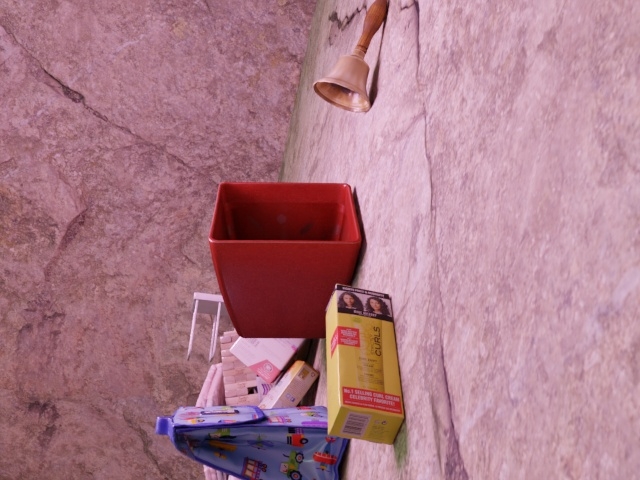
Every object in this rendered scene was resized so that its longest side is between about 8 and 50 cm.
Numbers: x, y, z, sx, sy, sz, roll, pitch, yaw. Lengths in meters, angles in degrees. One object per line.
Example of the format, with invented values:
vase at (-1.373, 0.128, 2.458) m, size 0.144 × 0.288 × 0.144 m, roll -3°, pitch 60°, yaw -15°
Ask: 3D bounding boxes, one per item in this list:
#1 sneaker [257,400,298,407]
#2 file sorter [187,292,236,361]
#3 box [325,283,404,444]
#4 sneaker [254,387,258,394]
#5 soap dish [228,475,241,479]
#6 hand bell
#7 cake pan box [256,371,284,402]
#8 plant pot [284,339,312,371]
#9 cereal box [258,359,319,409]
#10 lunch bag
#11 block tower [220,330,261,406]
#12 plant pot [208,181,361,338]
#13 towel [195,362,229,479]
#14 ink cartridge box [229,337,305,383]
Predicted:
sneaker at (-0.111, 0.404, 1.750) m, size 0.209 × 0.094 × 0.082 m, roll 111°, pitch 166°, yaw -56°
file sorter at (-0.242, 0.270, 2.209) m, size 0.193 × 0.277 × 0.173 m, roll 125°, pitch 151°, yaw -70°
box at (0.054, 0.157, 1.005) m, size 0.232 × 0.087 × 0.058 m, roll -88°, pitch 13°, yaw -54°
sneaker at (-0.137, 0.346, 2.066) m, size 0.083 × 0.084 × 0.215 m, roll -18°, pitch 65°, yaw 63°
soap dish at (-0.153, 0.634, 1.637) m, size 0.291 × 0.118 × 0.229 m, roll 179°, pitch 102°, yaw -82°
hand bell at (0.086, -0.401, 1.567) m, size 0.126 × 0.126 × 0.242 m, roll 147°, pitch 145°, yaw -78°
cake pan box at (-0.125, 0.234, 1.870) m, size 0.267 × 0.070 × 0.246 m, roll -88°, pitch -8°, yaw -76°
plant pot at (-0.045, 0.209, 1.781) m, size 0.236 × 0.032 × 0.237 m, roll -169°, pitch 90°, yaw -82°
cereal box at (-0.102, 0.356, 1.570) m, size 0.240 × 0.047 × 0.173 m, roll -52°, pitch 4°, yaw -13°
lunch bag at (-0.123, 0.329, 1.236) m, size 0.221 × 0.293 × 0.138 m, roll 158°, pitch 122°, yaw -80°
block tower at (-0.187, 0.390, 1.908) m, size 0.097 × 0.090 × 0.336 m, roll 70°, pitch -169°, yaw -78°
plant pot at (-0.068, 0.045, 1.478) m, size 0.267 × 0.267 × 0.236 m, roll -95°, pitch 5°, yaw -62°
towel at (-0.241, 0.516, 1.904) m, size 0.317 × 0.053 × 0.332 m, roll -89°, pitch -11°, yaw -78°
ink cartridge box at (-0.087, 0.195, 1.634) m, size 0.198 × 0.115 × 0.067 m, roll -51°, pitch -10°, yaw -2°
